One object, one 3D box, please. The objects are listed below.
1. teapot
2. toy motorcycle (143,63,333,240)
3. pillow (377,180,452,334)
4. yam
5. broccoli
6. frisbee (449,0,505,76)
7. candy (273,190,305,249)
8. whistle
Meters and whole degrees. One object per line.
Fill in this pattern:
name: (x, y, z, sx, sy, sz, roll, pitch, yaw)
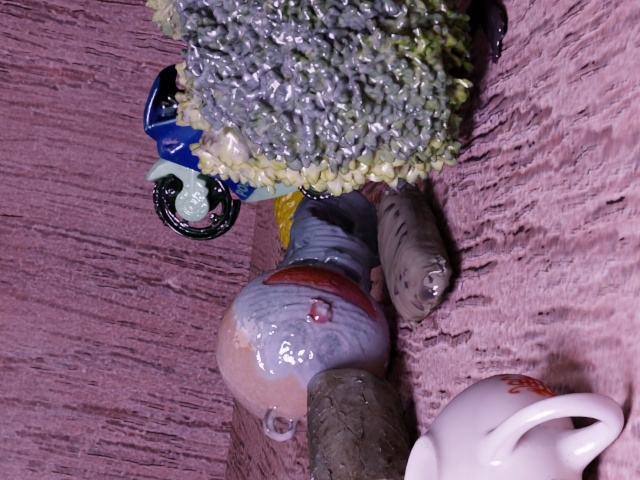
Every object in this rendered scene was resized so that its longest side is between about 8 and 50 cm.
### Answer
teapot: (0.115, 0.158, 0.984, 0.245, 0.116, 0.159, 122, 166, -57)
toy motorcycle: (-0.061, -0.129, 1.683, 0.196, 0.331, 0.125, 59, -157, -14)
pillow: (0.083, 0.018, 1.451, 0.241, 0.051, 0.093, -108, 26, -66)
yam: (0.035, 0.197, 1.448, 0.183, 0.107, 0.107, -97, 16, -49)
broccoli: (-0.029, -0.166, 1.416, 0.375, 0.249, 0.302, 40, 148, 29)
frisbee: (0.141, -0.212, 1.376, 0.187, 0.012, 0.211, -101, 20, -63)
candy: (0.000, 0.000, 1.910, 0.199, 0.094, 0.106, -102, 20, -45)
whistle: (-0.001, 0.057, 1.638, 0.189, 0.189, 0.348, 107, 180, -51)
